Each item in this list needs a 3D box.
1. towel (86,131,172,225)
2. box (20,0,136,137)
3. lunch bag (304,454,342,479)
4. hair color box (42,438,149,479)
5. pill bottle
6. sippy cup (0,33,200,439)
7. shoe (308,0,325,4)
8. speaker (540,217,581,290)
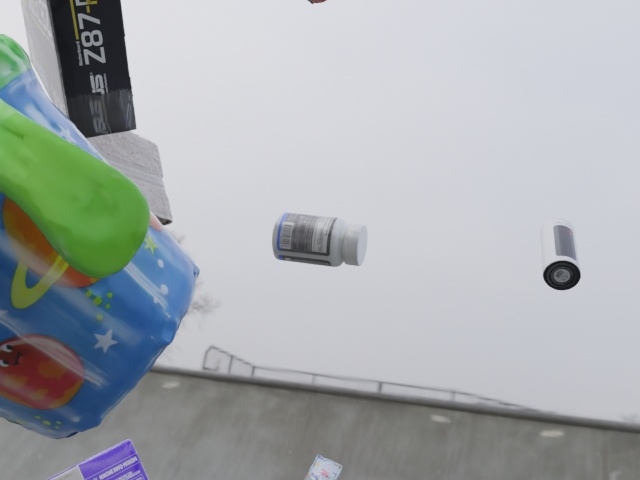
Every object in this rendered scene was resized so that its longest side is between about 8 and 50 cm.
[{"bbox_3d":[-0.387,-0.139,1.473,0.049,0.187,0.282,-18,-14,19],"label":"towel"},{"bbox_3d":[-0.355,-0.355,1.033,0.097,0.318,0.395,-14,33,-21],"label":"box"},{"bbox_3d":[-0.004,0.371,1.117,0.053,0.071,0.083,23,10,11],"label":"lunch bag"},{"bbox_3d":[-0.303,0.497,1.154,0.185,0.339,0.110,-32,-10,40],"label":"hair color box"},{"bbox_3d":[0.000,0.000,1.179,0.137,0.078,0.078,7,-17,15],"label":"pill bottle"},{"bbox_3d":[-0.219,0.015,0.537,0.224,0.240,0.305,43,3,-20],"label":"sippy cup"},{"bbox_3d":[-0.041,-0.636,1.907,0.177,0.081,0.063,-14,23,-6],"label":"shoe"},{"bbox_3d":[0.371,0.019,1.172,0.055,0.136,0.055,7,-59,11],"label":"speaker"}]
